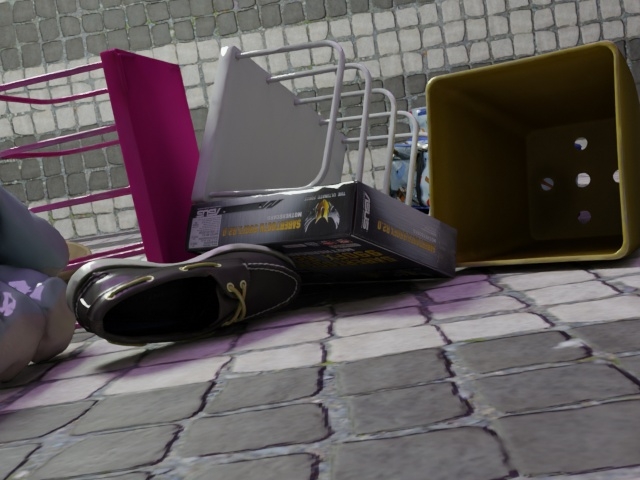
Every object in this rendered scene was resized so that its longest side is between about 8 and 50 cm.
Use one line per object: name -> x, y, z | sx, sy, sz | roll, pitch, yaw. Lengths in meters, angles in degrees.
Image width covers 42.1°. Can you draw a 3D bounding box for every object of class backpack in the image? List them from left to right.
backpack -> 0.254, -0.107, 1.235 | 0.276, 0.213, 0.263 | -8, 15, -23

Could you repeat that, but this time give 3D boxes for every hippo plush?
hippo plush -> -0.382, 0.035, 0.716 | 0.236, 0.294, 0.234 | -27, 36, 5

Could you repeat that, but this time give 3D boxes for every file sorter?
file sorter -> -0.250, -0.052, 0.981 | 0.182, 0.291, 0.202 | -11, 5, 10
file sorter -> 0.010, -0.097, 1.014 | 0.173, 0.193, 0.277 | -1, -18, 32

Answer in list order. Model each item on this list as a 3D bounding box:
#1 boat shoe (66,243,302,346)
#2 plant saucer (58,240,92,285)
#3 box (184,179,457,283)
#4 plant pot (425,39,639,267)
boat shoe -> -0.109, 0.054, 0.757 | 0.227, 0.081, 0.068 | -5, 25, -33
plant saucer -> -0.531, 0.050, 1.418 | 0.278, 0.041, 0.278 | 0, 15, 0
box -> 0.000, 0.000, 0.884 | 0.231, 0.056, 0.183 | -4, -17, 39
plant pot -> 0.258, -0.076, 0.923 | 0.212, 0.212, 0.187 | -5, -6, 37
